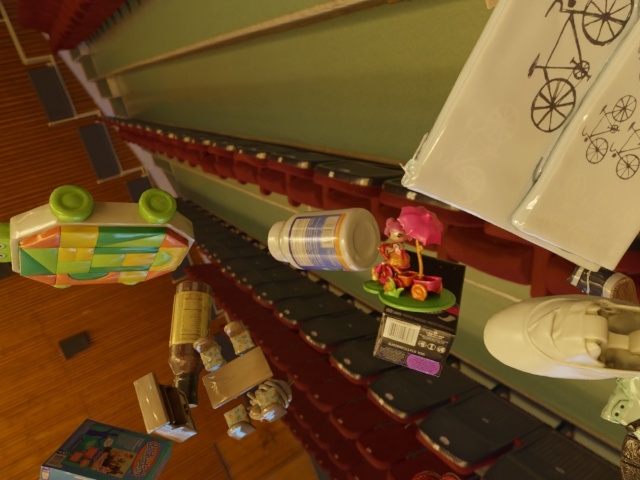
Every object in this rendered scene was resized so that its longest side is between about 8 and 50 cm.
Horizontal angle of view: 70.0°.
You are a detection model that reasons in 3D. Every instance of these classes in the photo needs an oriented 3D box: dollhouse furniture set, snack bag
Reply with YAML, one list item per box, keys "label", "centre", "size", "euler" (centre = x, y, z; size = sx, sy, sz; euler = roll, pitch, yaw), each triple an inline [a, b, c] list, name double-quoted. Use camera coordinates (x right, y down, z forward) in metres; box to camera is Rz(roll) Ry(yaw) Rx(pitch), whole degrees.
- label: "dollhouse furniture set"
  centre: [-0.225, 0.301, 0.947]
  size: [0.212, 0.242, 0.161]
  euler: [58, 171, 31]
- label: "snack bag"
  centre: [0.310, -0.149, 0.551]
  size: [0.323, 0.342, 0.037]
  euler: [-64, 17, 16]

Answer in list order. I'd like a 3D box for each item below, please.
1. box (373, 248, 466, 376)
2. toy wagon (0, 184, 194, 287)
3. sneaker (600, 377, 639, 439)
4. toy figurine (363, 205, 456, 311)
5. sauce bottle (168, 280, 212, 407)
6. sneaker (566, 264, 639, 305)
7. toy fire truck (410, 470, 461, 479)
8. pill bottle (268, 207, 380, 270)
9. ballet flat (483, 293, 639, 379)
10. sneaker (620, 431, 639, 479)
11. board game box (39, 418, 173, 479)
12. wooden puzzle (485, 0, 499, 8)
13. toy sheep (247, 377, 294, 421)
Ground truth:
- label: "box"
  centre: [0.245, 0.164, 1.111]
  size: [0.165, 0.270, 0.143]
  euler: [16, 126, 12]
- label: "toy wagon"
  centre: [-0.394, 0.008, 0.749]
  size: [0.267, 0.344, 0.068]
  euler: [-44, 55, 48]
- label: "sneaker"
  centre: [0.619, 0.290, 0.954]
  size: [0.094, 0.151, 0.256]
  euler: [36, -163, -46]
- label: "toy figurine"
  centre: [0.149, 0.018, 0.780]
  size: [0.173, 0.130, 0.159]
  euler: [13, 108, 45]
- label: "sauce bottle"
  centre: [-0.371, 0.290, 1.293]
  size: [0.111, 0.111, 0.344]
  euler: [123, 150, -59]
- label: "sneaker"
  centre: [0.797, 0.163, 1.293]
  size: [0.282, 0.099, 0.153]
  euler: [56, 175, -36]
- label: "toy fire truck"
  centre: [0.248, 0.680, 0.995]
  size: [0.254, 0.302, 0.169]
  euler: [45, -177, 20]
- label: "pill bottle"
  centre: [0.000, 0.000, 1.155]
  size: [0.272, 0.152, 0.152]
  euler: [-2, 111, 41]
- label: "ballet flat"
  centre: [0.445, 0.140, 0.665]
  size: [0.400, 0.139, 0.139]
  euler: [3, 118, 27]
- label: "sneaker"
  centre: [0.964, 0.495, 1.277]
  size: [0.169, 0.257, 0.447]
  euler: [12, 88, 35]
- label: "board game box"
  centre: [-0.449, 0.473, 0.981]
  size: [0.160, 0.210, 0.047]
  euler: [-68, -9, -77]
- label: "wooden puzzle"
  centre: [0.475, -0.667, 1.220]
  size: [0.078, 0.014, 0.116]
  euler: [-2, 118, 27]
- label: "toy sheep"
  centre: [-0.112, 0.366, 1.066]
  size: [0.091, 0.132, 0.091]
  euler: [32, 144, 27]
